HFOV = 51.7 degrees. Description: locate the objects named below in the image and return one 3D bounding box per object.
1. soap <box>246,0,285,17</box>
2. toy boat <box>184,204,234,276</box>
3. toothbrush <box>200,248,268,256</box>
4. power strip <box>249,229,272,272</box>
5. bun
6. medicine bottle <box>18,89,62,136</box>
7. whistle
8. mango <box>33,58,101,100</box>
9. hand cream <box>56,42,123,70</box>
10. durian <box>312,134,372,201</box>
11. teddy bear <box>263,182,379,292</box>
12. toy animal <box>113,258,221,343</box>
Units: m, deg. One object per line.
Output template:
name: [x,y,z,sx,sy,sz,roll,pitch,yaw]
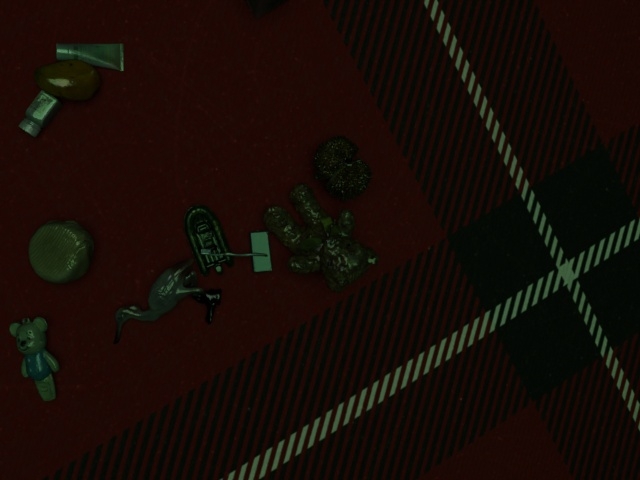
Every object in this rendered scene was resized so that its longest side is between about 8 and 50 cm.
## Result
soap: [-0.163,-0.743,1.809,0.138,0.199,0.182,-32,97,-6]
toy boat: [-0.320,-0.001,1.871,0.104,0.052,0.210,-20,99,-8]
toothbrush: [-0.242,0.037,1.864,0.193,0.013,0.019,4,82,-19]
power strip: [-0.174,0.030,1.912,0.056,0.032,0.123,-6,92,-12]
bun: [-0.682,0.027,1.770,0.173,0.113,0.167,-19,91,13]
medicine bottle: [-0.749,-0.337,1.765,0.055,0.074,0.118,35,86,-11]
whistle: [-0.766,0.322,1.783,0.114,0.077,0.236,-12,97,8]
mango: [-0.664,-0.423,1.752,0.165,0.089,0.115,-25,82,-45]
hand cream: [-0.628,-0.507,1.805,0.174,0.047,0.076,-1,91,-20]
durian: [0.066,-0.210,1.874,0.196,0.196,0.167,42,78,-10]
teddy bear: [-0.005,-0.008,1.844,0.246,0.222,0.296,-41,101,-14]
toy animal: [-0.436,0.165,1.834,0.324,0.090,0.195,-13,103,-9]
